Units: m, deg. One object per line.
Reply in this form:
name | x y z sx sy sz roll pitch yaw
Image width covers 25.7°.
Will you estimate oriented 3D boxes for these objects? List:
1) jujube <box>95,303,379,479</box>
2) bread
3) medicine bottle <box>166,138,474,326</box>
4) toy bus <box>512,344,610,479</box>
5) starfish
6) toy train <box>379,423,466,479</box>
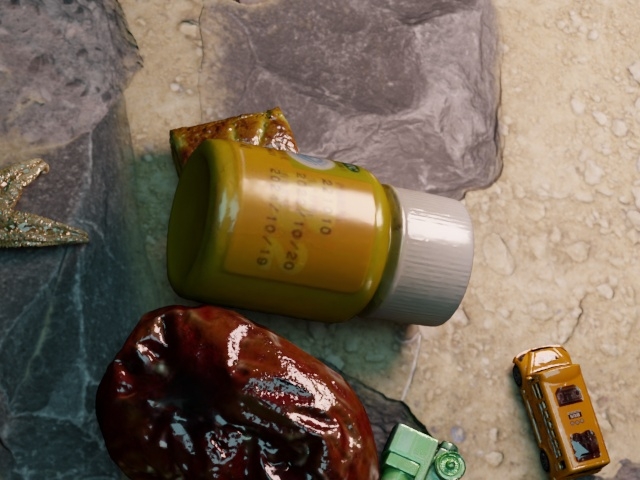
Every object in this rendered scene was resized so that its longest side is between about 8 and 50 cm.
jujube | -0.101 0.246 1.807 0.377 0.276 0.276 33 67 4
bread | -0.122 -0.117 2.025 0.172 0.103 0.132 -15 66 -12
medicine bottle | 0.000 0.000 1.919 0.385 0.224 0.224 11 67 -20
toy bus | 0.343 0.238 1.987 0.083 0.088 0.194 -12 72 -14
starfish | -0.448 -0.018 1.954 0.231 0.048 0.295 -16 74 -16
toy train | 0.109 0.374 1.897 0.119 0.085 0.251 24 65 5
